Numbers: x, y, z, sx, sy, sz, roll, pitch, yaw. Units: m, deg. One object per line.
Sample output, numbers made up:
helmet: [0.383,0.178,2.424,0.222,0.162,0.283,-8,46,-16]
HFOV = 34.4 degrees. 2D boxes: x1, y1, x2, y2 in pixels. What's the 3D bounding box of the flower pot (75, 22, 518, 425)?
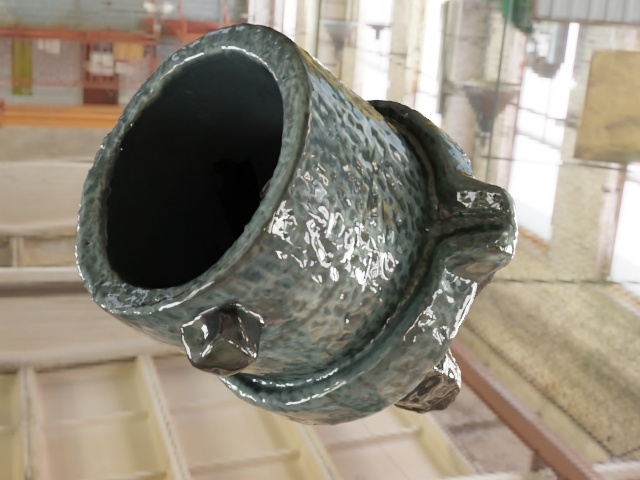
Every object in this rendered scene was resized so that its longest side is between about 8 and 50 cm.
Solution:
flower pot: [0.000,0.000,0.817,0.299,0.299,0.283,22,172,46]
